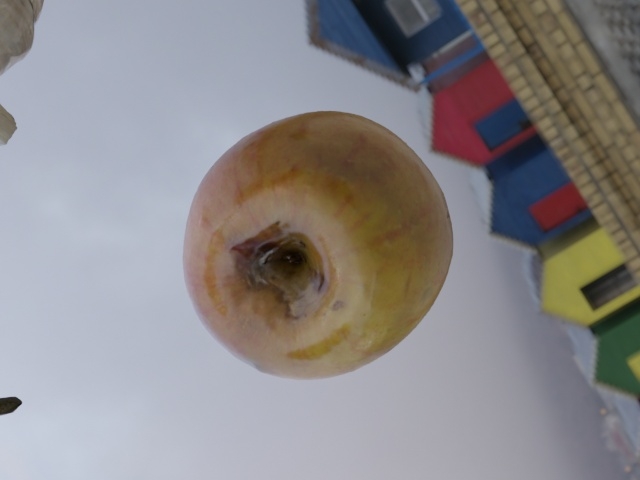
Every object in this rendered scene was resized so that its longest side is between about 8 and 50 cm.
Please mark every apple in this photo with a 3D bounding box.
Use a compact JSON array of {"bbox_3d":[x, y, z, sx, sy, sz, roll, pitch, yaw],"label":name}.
[{"bbox_3d":[0.000,0.000,1.421,0.299,0.299,0.275,56,-164,-7],"label":"apple"}]

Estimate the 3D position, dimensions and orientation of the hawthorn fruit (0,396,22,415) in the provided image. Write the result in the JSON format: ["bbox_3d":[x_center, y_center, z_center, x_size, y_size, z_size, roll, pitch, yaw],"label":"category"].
[{"bbox_3d":[-0.455,0.174,1.141,0.284,0.368,0.285,171,90,-71],"label":"hawthorn fruit"}]

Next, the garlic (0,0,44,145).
[{"bbox_3d":[-0.334,-0.168,1.112,0.212,0.218,0.219,69,180,-50],"label":"garlic"}]
